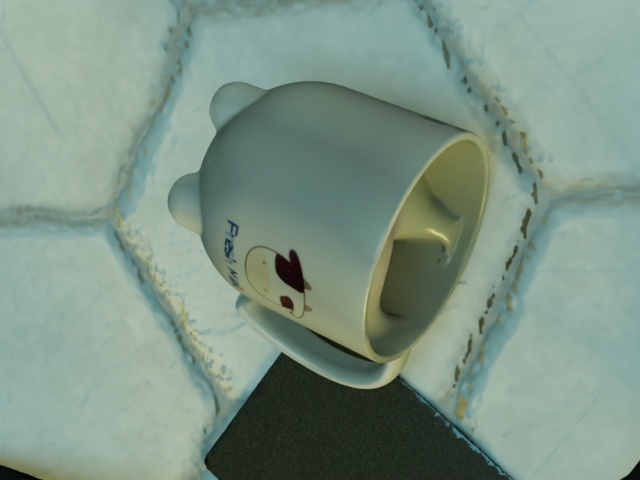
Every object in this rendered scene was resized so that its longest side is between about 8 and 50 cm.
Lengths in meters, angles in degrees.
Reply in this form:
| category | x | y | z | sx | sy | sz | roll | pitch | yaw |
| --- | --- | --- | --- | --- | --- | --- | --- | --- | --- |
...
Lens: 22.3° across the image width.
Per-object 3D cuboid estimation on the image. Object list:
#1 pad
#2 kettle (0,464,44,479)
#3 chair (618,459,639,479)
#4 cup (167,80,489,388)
| category | x | y | z | sx | sy | sz | roll | pitch | yaw |
| --- | --- | --- | --- | --- | --- | --- | --- | --- | --- |
| pad | 0.037 | 0.157 | 0.981 | 0.211 | 0.003 | 0.143 | 42 | 113 | 15 |
| kettle | -0.205 | 0.296 | 0.983 | 0.308 | 0.203 | 0.262 | 16 | 104 | 42 |
| chair | 0.243 | 0.098 | 0.832 | 0.106 | 0.113 | 0.229 | 41 | 75 | 16 |
| cup | 0.005 | -0.012 | 0.920 | 0.142 | 0.173 | 0.134 | 23 | 73 | 24 |
